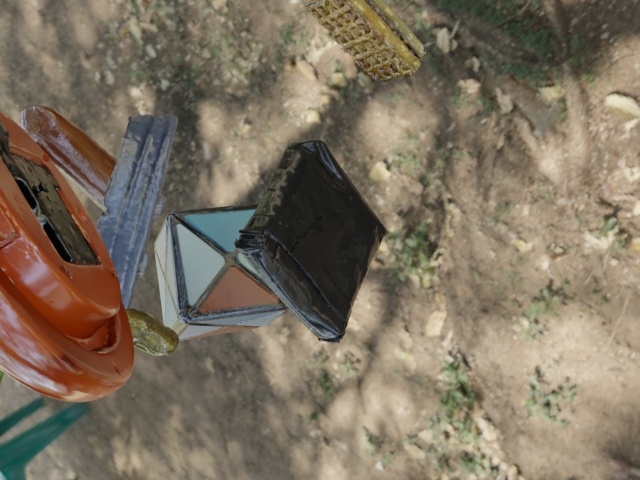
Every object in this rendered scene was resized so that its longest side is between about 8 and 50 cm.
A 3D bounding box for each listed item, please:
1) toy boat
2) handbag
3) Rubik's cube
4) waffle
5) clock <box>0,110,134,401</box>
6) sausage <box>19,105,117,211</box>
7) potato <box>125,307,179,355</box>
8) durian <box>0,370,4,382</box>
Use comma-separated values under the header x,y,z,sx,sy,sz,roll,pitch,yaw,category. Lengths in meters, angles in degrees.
x,y,z,sx,sy,sz,roll,pitch,yaw,category
-0.252,-0.044,1.129,0.078,0.283,0.127,13,166,-8,toy boat
0.000,0.000,1.212,0.080,0.223,0.247,-7,137,36,handbag
-0.225,0.072,1.840,0.246,0.250,0.248,137,124,-65,Rubik's cube
0.057,-0.265,1.039,0.148,0.042,0.102,42,164,-20,waffle
-0.163,-0.006,0.449,0.205,0.051,0.205,60,180,0,clock
-0.424,-0.135,1.514,0.089,0.083,0.300,2,149,42,sausage
-0.209,0.108,0.985,0.092,0.045,0.046,27,155,21,potato
-0.708,0.160,1.547,0.255,0.204,0.340,17,126,10,durian
